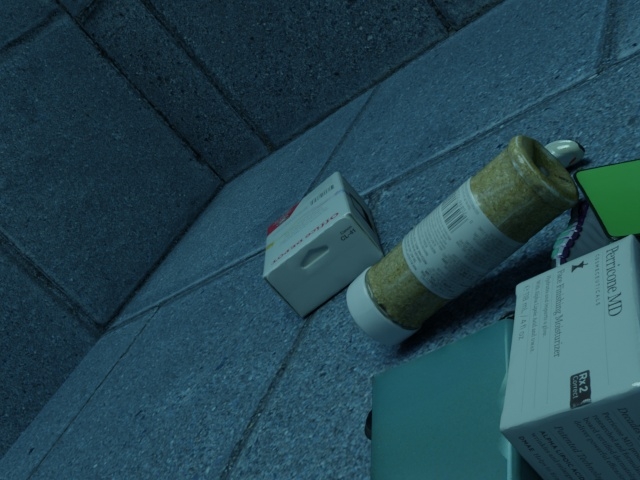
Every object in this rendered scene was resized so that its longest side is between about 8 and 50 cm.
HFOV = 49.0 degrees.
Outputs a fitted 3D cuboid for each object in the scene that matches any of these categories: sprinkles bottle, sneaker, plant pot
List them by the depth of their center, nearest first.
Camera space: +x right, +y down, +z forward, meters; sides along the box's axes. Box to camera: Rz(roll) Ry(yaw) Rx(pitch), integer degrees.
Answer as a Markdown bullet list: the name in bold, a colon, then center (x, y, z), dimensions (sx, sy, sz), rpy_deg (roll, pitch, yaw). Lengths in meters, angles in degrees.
- **plant pot**: center (0.147, 0.230, 0.617), dimensions (0.165, 0.166, 0.234), rpy_deg (-31, 28, 31)
- **sneaker**: center (0.346, 0.006, 0.848), dimensions (0.098, 0.083, 0.223), rpy_deg (-20, 26, 40)
- **sprinkles bottle**: center (0.188, 0.010, 0.993), dimensions (0.355, 0.121, 0.121), rpy_deg (-45, 13, 33)
- **sneaker**: center (0.359, -0.107, 1.153), dimensions (0.161, 0.057, 0.075), rpy_deg (-21, 44, 47)

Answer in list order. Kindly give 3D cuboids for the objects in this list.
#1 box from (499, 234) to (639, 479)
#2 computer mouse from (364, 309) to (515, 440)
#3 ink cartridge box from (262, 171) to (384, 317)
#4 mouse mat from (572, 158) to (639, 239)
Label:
- **box**: center (0.253, 0.128, 0.578), dimensions (0.119, 0.182, 0.181), rpy_deg (-30, 20, 34)
- **computer mouse**: center (0.184, 0.182, 0.813), dimensions (0.262, 0.060, 0.184), rpy_deg (-33, 11, -11)
- **ink cartridge box**: center (0.000, 0.000, 1.518), dimensions (0.226, 0.131, 0.306), rpy_deg (-37, 19, 12)
- **mouse mat**: center (0.409, -0.059, 0.867), dimensions (0.153, 0.007, 0.189), rpy_deg (-10, 28, 11)
